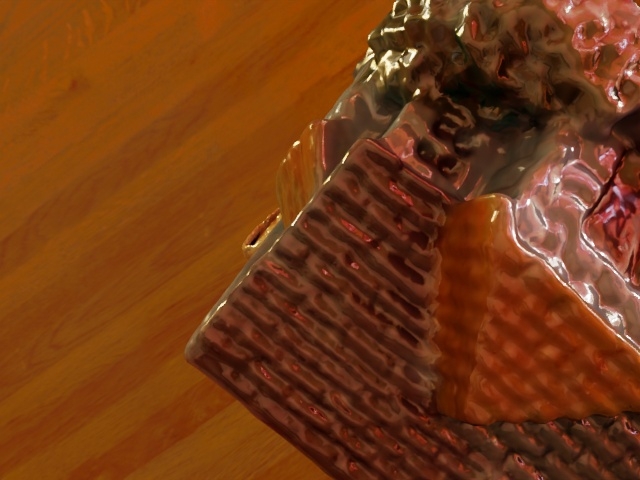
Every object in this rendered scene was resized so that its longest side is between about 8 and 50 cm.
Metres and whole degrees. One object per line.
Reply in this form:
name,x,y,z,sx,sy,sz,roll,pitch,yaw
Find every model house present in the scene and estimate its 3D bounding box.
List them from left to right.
model house,0.095,0.050,0.409,0.360,0.297,0.339,40,68,-8

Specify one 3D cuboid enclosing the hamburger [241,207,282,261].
hamburger,0.000,0.000,0.897,0.243,0.286,0.146,-24,109,-14
